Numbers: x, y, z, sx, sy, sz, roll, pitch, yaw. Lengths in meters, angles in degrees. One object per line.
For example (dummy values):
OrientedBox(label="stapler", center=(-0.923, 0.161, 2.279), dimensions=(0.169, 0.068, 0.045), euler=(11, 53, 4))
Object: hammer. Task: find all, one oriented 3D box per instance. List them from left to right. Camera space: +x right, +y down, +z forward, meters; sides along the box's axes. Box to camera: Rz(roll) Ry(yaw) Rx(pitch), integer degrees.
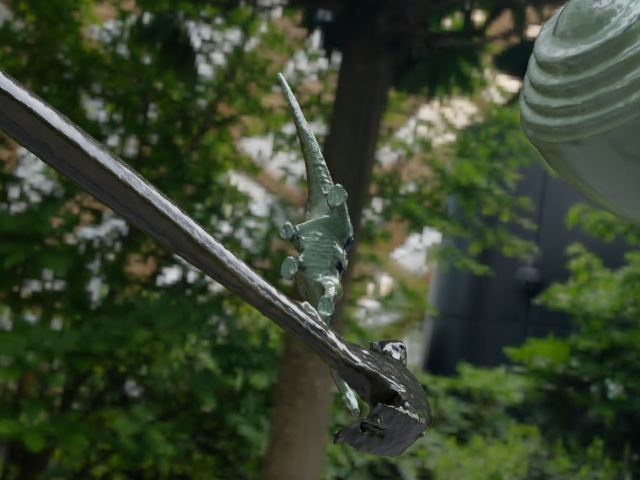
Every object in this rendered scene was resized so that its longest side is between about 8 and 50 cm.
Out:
OrientedBox(label="hammer", center=(-0.070, -0.011, 0.567), dimensions=(0.297, 0.027, 0.125), euler=(39, 12, -13))

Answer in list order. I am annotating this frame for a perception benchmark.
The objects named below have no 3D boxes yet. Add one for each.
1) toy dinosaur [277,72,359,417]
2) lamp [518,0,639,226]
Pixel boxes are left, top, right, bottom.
OrientedBox(label="toy dinosaur", center=(-0.002, 0.000, 0.700), dimensions=(0.037, 0.180, 0.058), euler=(-2, -3, 2))
OrientedBox(label="lamp", center=(0.164, -0.034, 0.634), dimensions=(0.106, 0.106, 0.193), euler=(-3, -51, 51))
